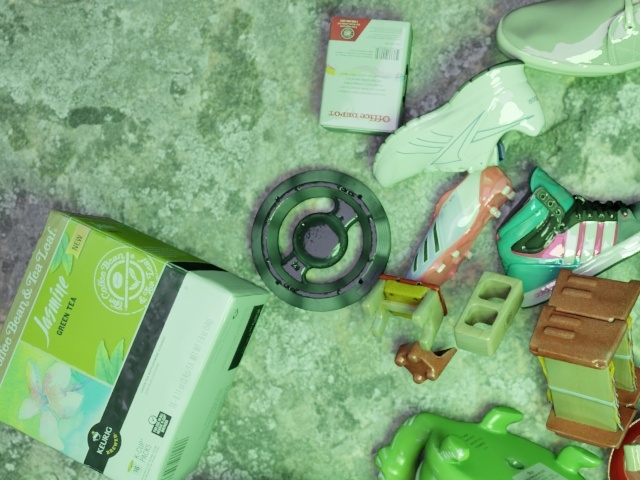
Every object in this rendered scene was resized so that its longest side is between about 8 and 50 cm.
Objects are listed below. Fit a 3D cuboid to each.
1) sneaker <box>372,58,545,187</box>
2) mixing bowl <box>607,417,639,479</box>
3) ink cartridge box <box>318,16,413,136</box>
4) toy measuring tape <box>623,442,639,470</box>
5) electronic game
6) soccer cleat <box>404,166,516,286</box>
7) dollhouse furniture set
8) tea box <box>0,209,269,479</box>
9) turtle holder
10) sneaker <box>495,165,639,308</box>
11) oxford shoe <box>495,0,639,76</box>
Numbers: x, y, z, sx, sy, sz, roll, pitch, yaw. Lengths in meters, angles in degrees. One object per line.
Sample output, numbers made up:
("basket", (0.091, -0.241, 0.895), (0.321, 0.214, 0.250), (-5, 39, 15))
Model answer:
("sneaker", (0.200, -0.147, 1.347), (0.297, 0.111, 0.129), (-32, 87, 37))
("mixing bowl", (0.499, 0.333, 1.306), (0.181, 0.098, 0.182), (0, 86, 5))
("ink cartridge box", (0.073, -0.257, 1.430), (0.127, 0.072, 0.175), (7, 89, 11))
("toy measuring tape", (0.589, 0.283, 1.219), (0.329, 0.121, 0.122), (-9, 86, 24))
("electronic game", (0.000, 0.000, 1.447), (0.229, 0.048, 0.230), (-1, 86, 10))
("soccer cleat", (0.200, -0.016, 1.401), (0.095, 0.083, 0.248), (41, 97, 30))
("dollhouse furniture set", (0.273, 0.143, 1.316), (0.374, 0.201, 0.152), (12, 50, 32))
("tea box", (-0.304, 0.166, 1.413), (0.323, 0.220, 0.329), (23, 92, 12))
("turtle holder", (0.225, 0.381, 1.293), (0.320, 0.243, 0.228), (17, 106, 7))
("sneaker", (0.385, -0.045, 1.342), (0.295, 0.124, 0.178), (-31, 92, 9))
("oxford shoe", (0.481, -0.333, 1.301), (0.448, 0.130, 0.169), (-2, 56, 8))
